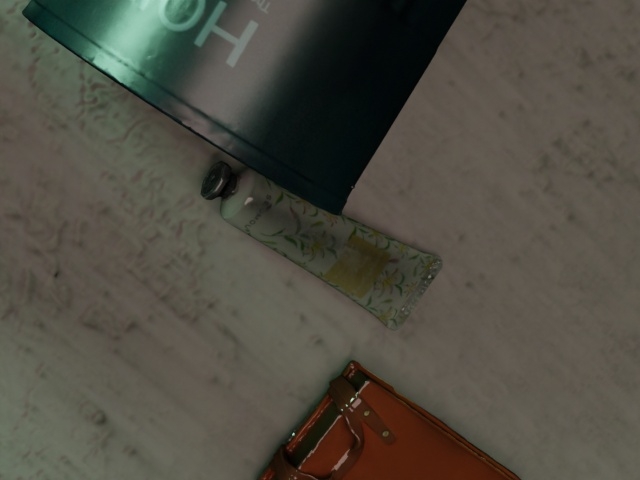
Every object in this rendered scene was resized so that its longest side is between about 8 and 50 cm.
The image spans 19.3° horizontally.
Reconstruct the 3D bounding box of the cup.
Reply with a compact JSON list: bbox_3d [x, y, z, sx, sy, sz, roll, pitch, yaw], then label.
[{"bbox_3d":[-0.031,-0.216,1.234,0.292,0.308,0.242,-56,142,4],"label":"cup"}]

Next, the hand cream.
[{"bbox_3d":[0.000,0.000,1.376,0.194,0.042,0.067,29,95,-23],"label":"hand cream"}]

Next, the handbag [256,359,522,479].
[{"bbox_3d":[0.058,0.192,1.432,0.190,0.063,0.127,37,94,-22],"label":"handbag"}]
